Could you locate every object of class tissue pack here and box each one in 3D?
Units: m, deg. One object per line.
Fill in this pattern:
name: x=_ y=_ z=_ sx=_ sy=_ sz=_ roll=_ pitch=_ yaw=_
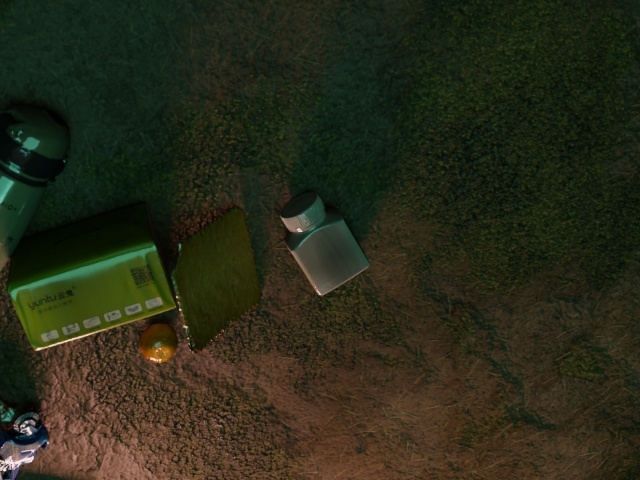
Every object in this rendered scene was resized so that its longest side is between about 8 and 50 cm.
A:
tissue pack: x=-0.433 y=0.064 z=1.768 sx=0.274 sy=0.200 sz=0.167 roll=-16 pitch=117 yaw=-7

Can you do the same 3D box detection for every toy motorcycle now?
toy motorcycle: x=-0.638 y=0.439 z=1.947 sx=0.205 sy=0.076 sz=0.114 roll=-50 pitch=139 yaw=7

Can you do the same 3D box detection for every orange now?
orange: x=-0.336 y=0.211 z=1.930 sx=0.083 sy=0.070 sz=0.083 roll=-11 pitch=126 yaw=-16

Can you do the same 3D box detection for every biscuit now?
biscuit: x=-0.205 y=0.075 z=1.853 sx=0.232 sy=0.013 sz=0.237 roll=-38 pitch=127 yaw=-44

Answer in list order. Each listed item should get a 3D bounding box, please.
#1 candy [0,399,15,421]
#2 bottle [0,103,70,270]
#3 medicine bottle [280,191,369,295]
candy: x=-0.774 y=0.365 z=1.896 sx=0.292 sy=0.059 sz=0.086 roll=-8 pitch=116 yaw=-9
bottle: x=-0.585 y=-0.089 z=1.688 sx=0.168 sy=0.168 sz=0.347 roll=32 pitch=99 yaw=-24
medicine bottle: x=0.000 y=0.000 z=1.909 sx=0.132 sy=0.088 sz=0.188 roll=-31 pitch=117 yaw=1
